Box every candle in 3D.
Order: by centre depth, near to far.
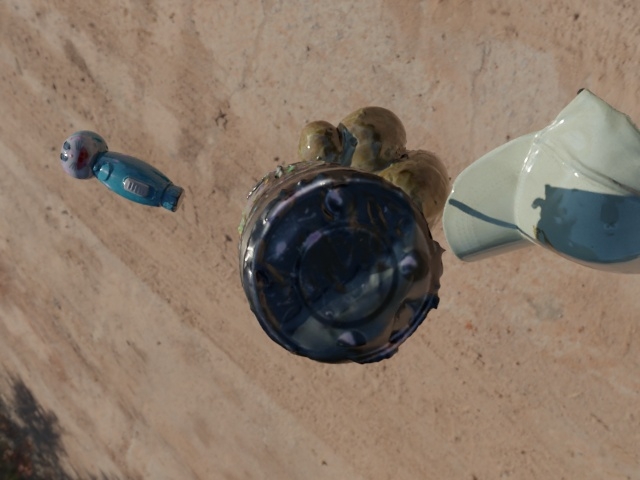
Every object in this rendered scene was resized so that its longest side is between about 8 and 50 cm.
[{"bbox_3d":[0.000,0.000,0.663,0.330,0.187,0.188,-129,18,-76],"label":"candle"}]

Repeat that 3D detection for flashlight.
[{"bbox_3d":[-0.195,-0.068,0.588,0.129,0.051,0.051,24,131,0],"label":"flashlight"}]

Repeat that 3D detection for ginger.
[{"bbox_3d":[0.109,-0.136,1.108,0.304,0.244,0.155,40,147,9],"label":"ginger"}]

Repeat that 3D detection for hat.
[{"bbox_3d":[0.314,-0.024,0.788,0.301,0.168,0.258,-22,130,29],"label":"hat"}]
